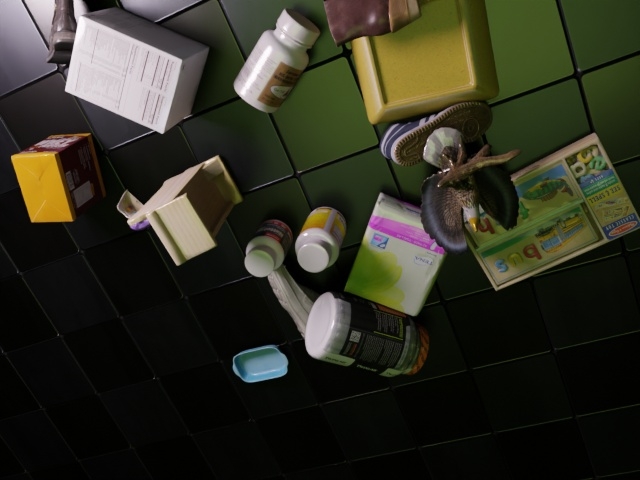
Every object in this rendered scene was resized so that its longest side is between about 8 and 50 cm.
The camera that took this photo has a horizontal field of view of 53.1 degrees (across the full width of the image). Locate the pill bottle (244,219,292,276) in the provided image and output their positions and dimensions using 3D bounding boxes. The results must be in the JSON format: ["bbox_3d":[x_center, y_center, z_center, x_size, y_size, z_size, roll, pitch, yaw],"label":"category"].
[{"bbox_3d":[-0.146,0.024,1.769,0.107,0.180,0.108,4,116,8],"label":"pill bottle"}]

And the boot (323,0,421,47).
[{"bbox_3d":[0.103,-0.571,1.436,0.206,0.090,0.249,-14,76,12],"label":"boot"}]

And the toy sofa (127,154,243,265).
[{"bbox_3d":[-0.337,-0.078,1.659,0.177,0.362,0.150,-24,109,14],"label":"toy sofa"}]

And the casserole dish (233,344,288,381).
[{"bbox_3d":[-0.187,0.386,2.030,0.188,0.037,0.114,-15,111,18],"label":"casserole dish"}]

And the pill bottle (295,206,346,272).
[{"bbox_3d":[0.000,0.000,1.710,0.117,0.215,0.117,4,115,9],"label":"pill bottle"}]

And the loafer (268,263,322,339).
[{"bbox_3d":[-0.048,0.184,1.880,0.111,0.112,0.320,-35,106,-14],"label":"loafer"}]

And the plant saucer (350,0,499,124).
[{"bbox_3d":[0.237,-0.458,1.525,0.332,0.081,0.333,-10,112,15],"label":"plant saucer"}]

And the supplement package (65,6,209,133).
[{"bbox_3d":[-0.453,-0.430,1.602,0.262,0.199,0.198,23,117,-1],"label":"supplement package"}]

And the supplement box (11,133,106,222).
[{"bbox_3d":[-0.718,-0.177,1.777,0.129,0.194,0.191,-1,115,12],"label":"supplement box"}]

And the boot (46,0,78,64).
[{"bbox_3d":[-0.643,-0.576,1.616,0.091,0.263,0.229,-3,88,-27],"label":"boot"}]

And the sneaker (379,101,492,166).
[{"bbox_3d":[0.279,-0.274,1.605,0.282,0.153,0.099,-26,108,-11],"label":"sneaker"}]

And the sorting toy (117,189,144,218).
[{"bbox_3d":[-0.553,-0.094,1.851,0.083,0.075,0.045,44,115,-10],"label":"sorting toy"}]

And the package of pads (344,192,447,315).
[{"bbox_3d":[0.219,0.045,1.755,0.229,0.101,0.297,21,118,2],"label":"package of pads"}]

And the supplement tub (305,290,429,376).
[{"bbox_3d":[0.132,0.269,1.793,0.315,0.194,0.194,18,119,-20],"label":"supplement tub"}]

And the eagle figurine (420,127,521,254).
[{"bbox_3d":[0.351,-0.107,1.532,0.226,0.298,0.225,18,76,23],"label":"eagle figurine"}]

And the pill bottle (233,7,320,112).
[{"bbox_3d":[-0.104,-0.440,1.569,0.131,0.131,0.229,35,116,-6],"label":"pill bottle"}]

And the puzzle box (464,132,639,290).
[{"bbox_3d":[0.578,-0.061,1.662,0.408,0.052,0.272,-29,107,21],"label":"puzzle box"}]
